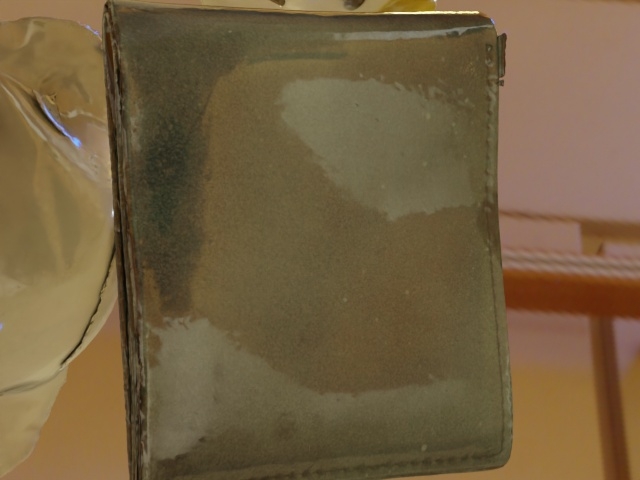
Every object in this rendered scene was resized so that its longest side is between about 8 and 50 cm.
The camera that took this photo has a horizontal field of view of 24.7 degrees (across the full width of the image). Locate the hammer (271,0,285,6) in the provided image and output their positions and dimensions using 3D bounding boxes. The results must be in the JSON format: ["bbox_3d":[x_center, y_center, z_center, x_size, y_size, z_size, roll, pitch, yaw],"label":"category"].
[{"bbox_3d":[-0.104,-0.283,1.522,0.182,0.062,0.017,33,-96,29],"label":"hammer"}]

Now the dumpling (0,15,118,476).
[{"bbox_3d":[-0.273,0.000,1.106,0.260,0.341,0.181,9,-147,-38],"label":"dumpling"}]

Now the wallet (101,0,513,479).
[{"bbox_3d":[0.001,0.000,0.856,0.251,0.054,0.290,-3,-97,-23],"label":"wallet"}]

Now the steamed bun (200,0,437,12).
[{"bbox_3d":[0.005,-0.398,1.886,0.374,0.334,0.334,-36,-114,-22],"label":"steamed bun"}]
